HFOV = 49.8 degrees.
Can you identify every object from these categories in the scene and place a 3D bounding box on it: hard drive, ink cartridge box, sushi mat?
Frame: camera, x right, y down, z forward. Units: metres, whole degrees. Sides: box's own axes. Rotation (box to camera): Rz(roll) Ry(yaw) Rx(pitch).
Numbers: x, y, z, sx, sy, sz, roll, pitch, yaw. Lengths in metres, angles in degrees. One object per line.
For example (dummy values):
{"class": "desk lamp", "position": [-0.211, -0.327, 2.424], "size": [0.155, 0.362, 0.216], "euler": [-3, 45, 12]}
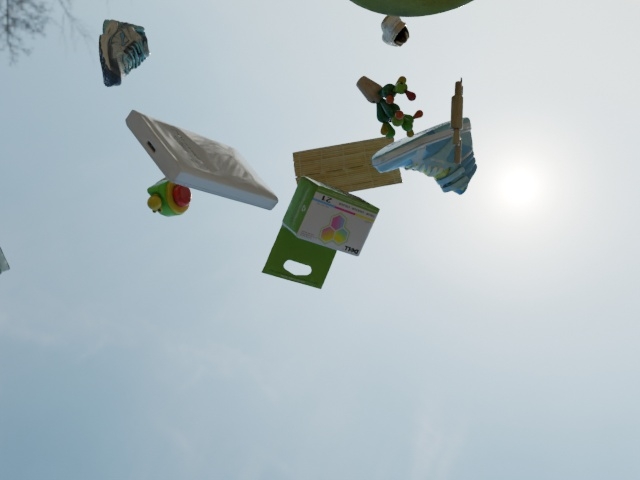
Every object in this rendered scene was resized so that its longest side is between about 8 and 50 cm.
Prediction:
{"class": "hard drive", "position": [-0.241, -0.163, 1.447], "size": [0.203, 0.040, 0.307], "euler": [49, -162, 29]}
{"class": "ink cartridge box", "position": [0.000, 0.000, 1.646], "size": [0.188, 0.255, 0.097], "euler": [18, -170, -32]}
{"class": "sushi mat", "position": [0.079, -0.218, 2.070], "size": [0.316, 0.151, 0.019], "euler": [-9, 178, 3]}

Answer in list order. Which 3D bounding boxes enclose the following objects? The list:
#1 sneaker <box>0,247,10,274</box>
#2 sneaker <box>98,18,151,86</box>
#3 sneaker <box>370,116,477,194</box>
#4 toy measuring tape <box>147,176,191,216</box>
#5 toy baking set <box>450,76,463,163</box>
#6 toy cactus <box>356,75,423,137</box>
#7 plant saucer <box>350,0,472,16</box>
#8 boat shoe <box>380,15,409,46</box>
{"class": "sneaker", "position": [-0.807, 0.030, 1.630], "size": [0.064, 0.192, 0.086], "euler": [33, -124, 25]}
{"class": "sneaker", "position": [-0.501, -0.492, 1.774], "size": [0.122, 0.110, 0.283], "euler": [-2, -136, -10]}
{"class": "sneaker", "position": [0.306, -0.200, 1.913], "size": [0.319, 0.208, 0.127], "euler": [-23, -168, -15]}
{"class": "toy measuring tape", "position": [-0.420, -0.152, 2.100], "size": [0.121, 0.121, 0.330], "euler": [28, -149, 9]}
{"class": "toy baking set", "position": [0.340, -0.309, 1.734], "size": [0.030, 0.197, 0.256], "euler": [2, -97, 9]}
{"class": "toy cactus", "position": [0.167, -0.341, 1.682], "size": [0.112, 0.219, 0.180], "euler": [-43, -104, -7]}
{"class": "plant saucer", "position": [0.114, -0.366, 0.787], "size": [0.241, 0.037, 0.241], "euler": [-4, -112, 11]}
{"class": "boat shoe", "position": [0.191, -0.510, 1.712], "size": [0.059, 0.063, 0.170], "euler": [44, -171, 11]}
